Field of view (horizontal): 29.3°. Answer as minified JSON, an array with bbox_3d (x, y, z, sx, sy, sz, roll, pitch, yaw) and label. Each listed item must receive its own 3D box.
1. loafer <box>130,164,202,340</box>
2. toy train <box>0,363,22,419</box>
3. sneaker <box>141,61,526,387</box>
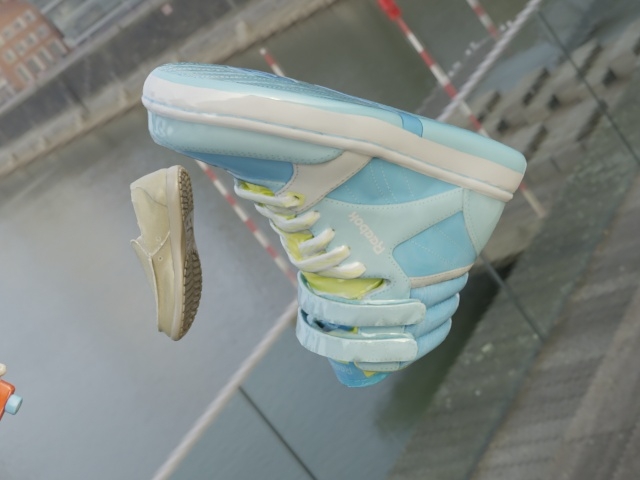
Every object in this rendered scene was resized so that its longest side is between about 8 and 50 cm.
[{"bbox_3d":[-0.238,0.019,1.854,0.092,0.269,0.102,1,10,12],"label":"loafer"},{"bbox_3d":[-0.377,0.159,1.191,0.046,0.166,0.125,49,-119,-89],"label":"toy train"},{"bbox_3d":[0.000,0.000,0.860,0.127,0.319,0.208,29,104,52],"label":"sneaker"}]
